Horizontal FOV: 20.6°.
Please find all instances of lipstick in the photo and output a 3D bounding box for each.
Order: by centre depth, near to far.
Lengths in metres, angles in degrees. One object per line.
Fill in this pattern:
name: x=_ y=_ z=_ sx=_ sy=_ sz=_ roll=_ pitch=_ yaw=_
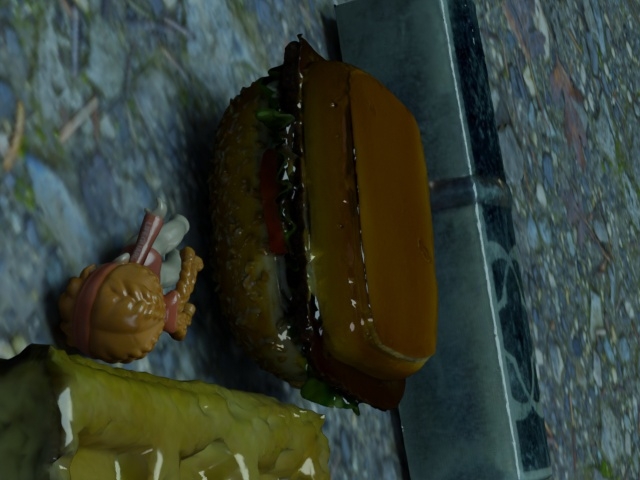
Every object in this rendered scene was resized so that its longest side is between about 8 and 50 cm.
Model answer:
lipstick: x=0.071 y=0.003 z=1.001 sx=0.077 sy=0.076 sz=0.290 roll=8 pitch=73 yaw=-68

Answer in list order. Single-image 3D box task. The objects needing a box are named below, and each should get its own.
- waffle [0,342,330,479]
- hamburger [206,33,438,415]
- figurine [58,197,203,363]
waffle: x=-0.050 y=0.173 z=0.660 sx=0.221 sy=0.055 sz=0.248 roll=24 pitch=55 yaw=-62
hamburger: x=0.000 y=0.000 z=0.825 sx=0.137 sy=0.087 sz=0.166 roll=35 pitch=48 yaw=-59
figurine: x=-0.070 y=0.016 z=0.715 sx=0.109 sy=0.047 sz=0.064 roll=-56 pitch=152 yaw=-68
